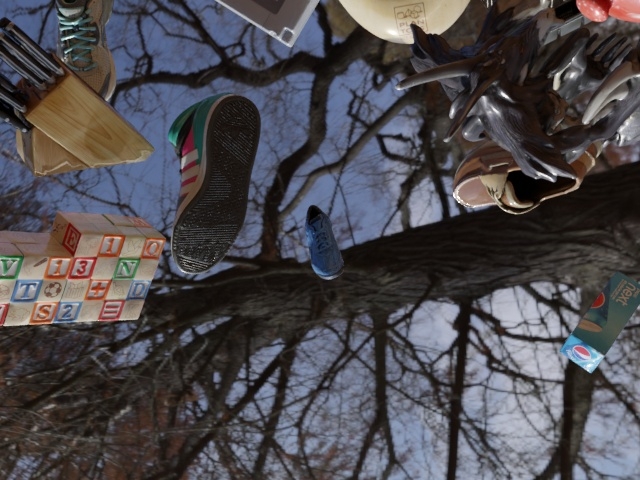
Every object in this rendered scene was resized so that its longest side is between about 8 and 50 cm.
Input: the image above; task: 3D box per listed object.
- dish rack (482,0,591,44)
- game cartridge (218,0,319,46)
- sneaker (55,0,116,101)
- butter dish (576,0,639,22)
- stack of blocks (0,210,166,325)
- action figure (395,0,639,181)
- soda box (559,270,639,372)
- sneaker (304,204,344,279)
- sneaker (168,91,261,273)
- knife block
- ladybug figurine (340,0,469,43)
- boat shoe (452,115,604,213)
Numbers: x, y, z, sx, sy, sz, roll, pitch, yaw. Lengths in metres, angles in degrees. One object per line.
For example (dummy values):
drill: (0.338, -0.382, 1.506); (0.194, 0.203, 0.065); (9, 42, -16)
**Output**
dish rack: (0.442, -0.526, 1.454); (0.074, 0.208, 0.271); (48, -160, -60)
game cartridge: (-0.125, -0.545, 1.386); (0.297, 0.062, 0.198); (36, -83, 14)
sneaker: (-0.431, -0.370, 1.223); (0.110, 0.122, 0.283); (-4, -98, -2)
butter dish: (0.297, -0.263, 0.667); (0.118, 0.160, 0.160); (-47, -63, 3)
stack of blocks: (-0.428, 0.045, 1.169); (0.297, 0.087, 0.171); (3, -65, -50)
action figure: (0.173, -0.128, 0.494); (0.275, 0.141, 0.164); (-11, -132, -48)
soda box: (0.552, 0.155, 1.344); (0.071, 0.067, 0.210); (35, -126, 22)
sneaker: (0.000, 0.000, 1.525); (0.209, 0.069, 0.082); (-105, -4, -51)
sneaker: (-0.195, -0.108, 1.143); (0.124, 0.178, 0.295); (12, -76, -27)
knife block: (-0.391, -0.227, 1.064); (0.275, 0.088, 0.242); (-14, -45, -36)
ladybug figurine: (0.141, -0.576, 1.242); (0.162, 0.305, 0.449); (-72, -27, -54)
boat shoe: (0.338, -0.111, 1.214); (0.123, 0.324, 0.116); (32, -115, -16)
